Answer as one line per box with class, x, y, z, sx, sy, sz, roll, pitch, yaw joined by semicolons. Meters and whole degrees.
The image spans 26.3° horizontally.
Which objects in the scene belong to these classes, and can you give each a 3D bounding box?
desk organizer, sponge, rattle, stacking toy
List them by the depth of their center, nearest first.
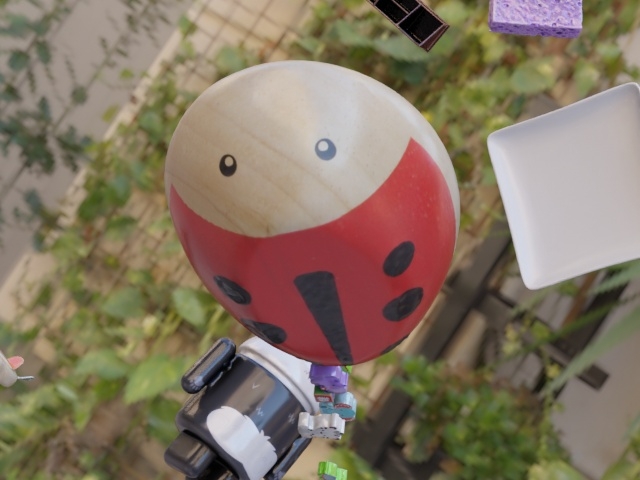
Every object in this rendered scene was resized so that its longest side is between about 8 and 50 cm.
stacking toy;0.019;0.181;1.634;0.052;0.167;0.221;2;-29;9
sponge;0.278;-0.363;1.759;0.117;0.210;0.031;5;-18;-3
desk organizer;0.104;-0.308;1.799;0.130;0.047;0.050;43;14;12
rattle;-0.539;0.210;2.128;0.130;0.143;0.200;34;-15;6

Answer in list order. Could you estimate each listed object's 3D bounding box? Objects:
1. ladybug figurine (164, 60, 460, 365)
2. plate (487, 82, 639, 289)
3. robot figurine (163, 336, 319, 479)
ladybug figurine;0.000;0.000;1.442;0.449;0.305;0.162;63;18;-52
plate;0.431;-0.084;2.236;0.045;0.278;0.277;3;71;-59
robot figurine;-0.119;0.276;2.163;0.173;0.278;0.209;35;-20;22
